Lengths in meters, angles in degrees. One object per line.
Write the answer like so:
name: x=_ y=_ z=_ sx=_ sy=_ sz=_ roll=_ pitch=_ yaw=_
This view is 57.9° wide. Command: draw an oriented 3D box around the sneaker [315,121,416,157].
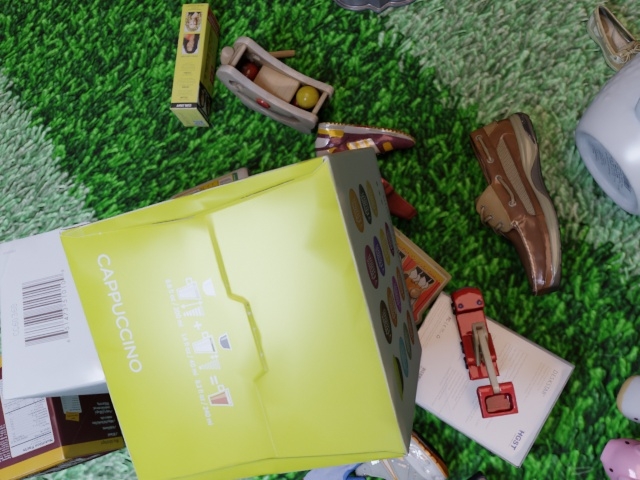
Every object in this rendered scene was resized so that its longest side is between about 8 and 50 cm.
sneaker: x=0.083 y=-0.173 z=1.083 sx=0.186 sy=0.069 sz=0.083 roll=8 pitch=104 yaw=5

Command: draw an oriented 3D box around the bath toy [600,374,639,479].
bath toy: x=0.489 y=0.327 z=0.852 sx=0.152 sy=0.129 sz=0.348 roll=26 pitch=83 yaw=15

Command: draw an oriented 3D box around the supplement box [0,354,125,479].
supplement box: x=-0.460 y=0.291 z=0.992 sx=0.129 sy=0.191 sz=0.194 roll=-21 pitch=73 yaw=4

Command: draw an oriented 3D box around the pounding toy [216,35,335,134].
pounding toy: x=-0.089 y=-0.329 z=1.098 sx=0.270 sy=0.154 sz=0.154 roll=27 pitch=83 yaw=15

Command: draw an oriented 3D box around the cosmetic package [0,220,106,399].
cosmetic package: x=-0.300 y=0.125 z=0.905 sx=0.156 sy=0.385 sz=0.217 roll=-13 pitch=77 yaw=11

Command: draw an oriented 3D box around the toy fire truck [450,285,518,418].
toy fire truck: x=0.232 y=0.155 z=0.841 sx=0.047 sy=0.135 sz=0.191 roll=-12 pitch=75 yaw=7

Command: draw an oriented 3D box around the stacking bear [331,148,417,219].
stacking bear: x=0.000 y=0.000 z=1.006 sx=0.164 sy=0.175 sz=0.289 roll=41 pitch=95 yaw=35

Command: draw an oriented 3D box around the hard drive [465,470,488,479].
hard drive: x=0.184 y=0.553 z=0.883 sx=0.339 sy=0.064 sz=0.236 roll=-36 pitch=73 yaw=-1

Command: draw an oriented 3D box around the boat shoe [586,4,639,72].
boat shoe: x=0.543 y=-0.360 z=1.049 sx=0.056 sy=0.048 sz=0.152 roll=-27 pitch=73 yaw=3

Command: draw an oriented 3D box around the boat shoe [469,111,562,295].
boat shoe: x=0.326 y=-0.061 z=0.988 sx=0.120 sy=0.122 sz=0.323 roll=-11 pitch=67 yaw=13

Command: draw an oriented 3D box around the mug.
mug: x=0.567 y=-0.210 z=0.845 sx=0.328 sy=0.374 sz=0.276 roll=-33 pitch=62 yaw=11

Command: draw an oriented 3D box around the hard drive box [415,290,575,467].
hard drive box: x=0.253 y=0.220 z=0.939 sx=0.232 sy=0.089 sz=0.181 roll=31 pitch=84 yaw=16

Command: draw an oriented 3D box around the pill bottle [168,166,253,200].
pill bottle: x=-0.209 y=-0.046 z=1.069 sx=0.209 sy=0.117 sz=0.117 roll=-21 pitch=74 yaw=4

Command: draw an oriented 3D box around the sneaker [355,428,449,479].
sneaker: x=0.076 y=0.321 z=0.945 sx=0.262 sy=0.099 sz=0.121 roll=44 pitch=92 yaw=18

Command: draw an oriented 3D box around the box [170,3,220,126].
box: x=-0.251 y=-0.353 z=1.169 sx=0.058 sy=0.087 sz=0.232 roll=1 pitch=76 yaw=8

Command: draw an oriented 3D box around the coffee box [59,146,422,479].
coffee box: x=-0.070 y=0.082 z=0.784 sx=0.339 sy=0.334 sz=0.337 roll=-13 pitch=97 yaw=15

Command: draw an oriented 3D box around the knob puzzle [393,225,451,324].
knob puzzle: x=0.107 y=0.089 z=0.968 sx=0.213 sy=0.030 sz=0.213 roll=-5 pitch=108 yaw=-16

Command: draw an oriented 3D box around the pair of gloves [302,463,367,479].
pair of gloves: x=-0.006 y=0.333 z=0.951 sx=0.198 sy=0.023 sz=0.159 roll=48 pitch=120 yaw=24

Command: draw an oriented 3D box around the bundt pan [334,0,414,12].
bundt pan: x=0.109 y=-0.633 z=1.154 sx=0.331 sy=0.124 sz=0.330 roll=-2 pitch=77 yaw=9
